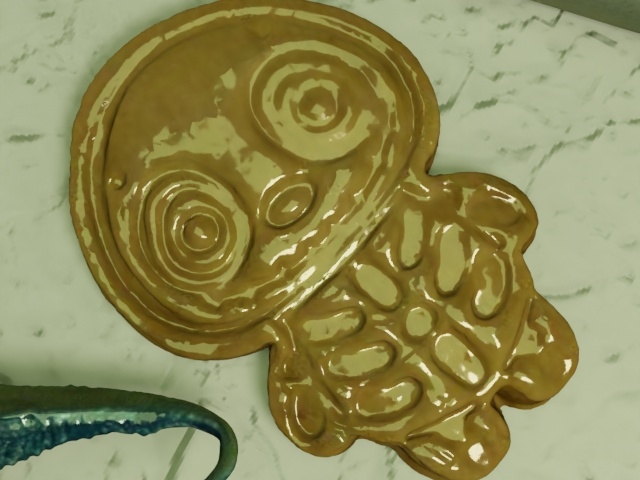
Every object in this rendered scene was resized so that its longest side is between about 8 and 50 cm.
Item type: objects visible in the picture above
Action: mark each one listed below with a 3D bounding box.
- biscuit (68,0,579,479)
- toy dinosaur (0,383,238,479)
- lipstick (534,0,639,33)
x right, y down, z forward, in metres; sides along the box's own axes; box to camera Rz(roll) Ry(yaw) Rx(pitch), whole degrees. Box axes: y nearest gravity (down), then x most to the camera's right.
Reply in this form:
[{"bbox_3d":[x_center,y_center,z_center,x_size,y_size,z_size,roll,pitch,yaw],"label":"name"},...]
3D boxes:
[{"bbox_3d":[0.000,0.000,0.636,0.202,0.044,0.288,-43,82,-4],"label":"biscuit"},{"bbox_3d":[-0.223,0.082,0.607,0.363,0.076,0.147,-10,78,3],"label":"toy dinosaur"},{"bbox_3d":[0.201,-0.131,0.628,0.253,0.077,0.079,18,85,4],"label":"lipstick"}]
